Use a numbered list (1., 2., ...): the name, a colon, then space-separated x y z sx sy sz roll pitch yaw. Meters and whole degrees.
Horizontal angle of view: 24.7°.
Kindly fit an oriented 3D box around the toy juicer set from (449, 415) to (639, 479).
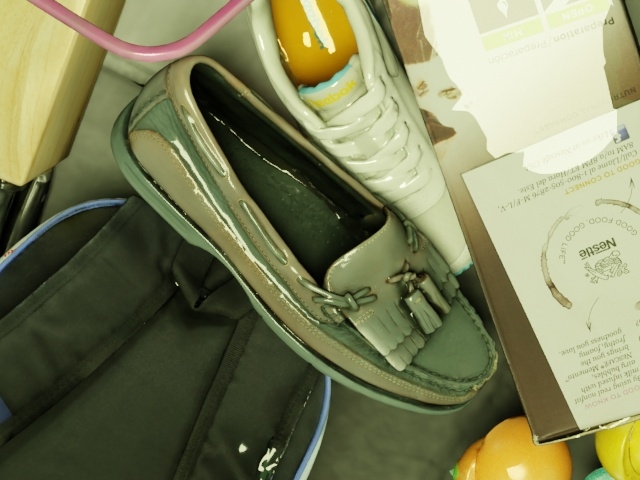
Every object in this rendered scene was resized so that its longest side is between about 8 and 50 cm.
1. toy juicer set: 0.232 0.150 0.883 0.329 0.089 0.209 -1 135 7

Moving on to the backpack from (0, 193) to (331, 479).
1. backpack: -0.128 0.118 0.874 0.276 0.213 0.263 39 73 -11

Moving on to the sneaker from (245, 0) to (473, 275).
1. sneaker: 0.022 -0.071 0.874 0.087 0.092 0.228 -30 100 14

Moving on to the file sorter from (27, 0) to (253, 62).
1. file sorter: -0.082 -0.256 0.656 0.182 0.202 0.290 32 149 20

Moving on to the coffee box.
1. coffee box: 0.130 -0.061 0.820 0.119 0.168 0.297 -18 101 13

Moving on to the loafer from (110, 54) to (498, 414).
1. loafer: 0.000 0.000 0.832 0.267 0.096 0.084 39 143 -7

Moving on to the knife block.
1. knife block: -0.183 -0.091 0.904 0.276 0.088 0.242 -20 102 13
